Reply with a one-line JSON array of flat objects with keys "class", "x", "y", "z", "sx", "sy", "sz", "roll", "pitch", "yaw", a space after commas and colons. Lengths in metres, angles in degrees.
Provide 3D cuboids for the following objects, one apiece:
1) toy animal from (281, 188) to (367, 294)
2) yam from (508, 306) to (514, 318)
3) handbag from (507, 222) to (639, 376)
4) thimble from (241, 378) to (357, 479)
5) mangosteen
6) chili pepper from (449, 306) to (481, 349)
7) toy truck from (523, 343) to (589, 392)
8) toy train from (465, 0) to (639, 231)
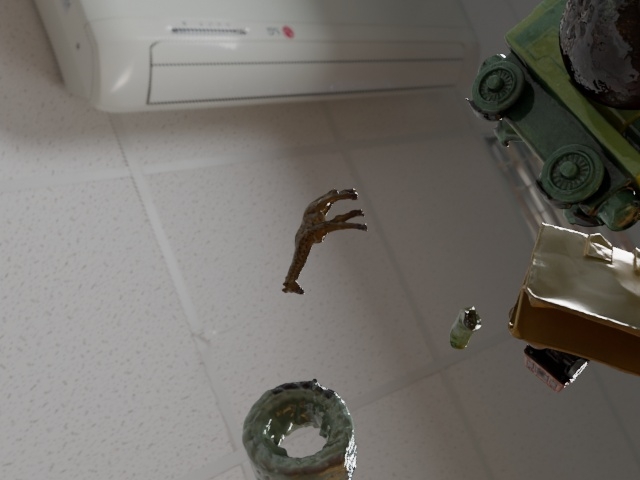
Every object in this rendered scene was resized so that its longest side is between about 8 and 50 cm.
[{"class": "toy animal", "x": -0.007, "y": -0.006, "z": 1.633, "sx": 0.275, "sy": 0.054, "sz": 0.149, "roll": -43, "pitch": -112, "yaw": -4}, {"class": "yam", "x": 0.518, "y": 0.150, "z": 1.693, "sx": 0.045, "sy": 0.045, "sz": 0.327, "roll": 34, "pitch": -156, "yaw": 31}, {"class": "handbag", "x": 0.540, "y": 0.116, "z": 1.240, "sx": 0.401, "sy": 0.133, "sz": 0.283, "roll": 17, "pitch": -141, "yaw": 16}, {"class": "thimble", "x": -0.032, "y": 0.406, "z": 1.468, "sx": 0.150, "sy": 0.237, "sz": 0.237, "roll": 78, "pitch": -154, "yaw": -44}, {"class": "mangosteen", "x": 0.417, "y": -0.271, "z": 0.938, "sx": 0.216, "sy": 0.216, "sz": 0.216, "roll": 19, "pitch": -125, "yaw": -30}, {"class": "chili pepper", "x": 0.275, "y": 0.161, "z": 1.392, "sx": 0.050, "sy": 0.201, "sz": 0.052, "roll": -27, "pitch": -109, "yaw": -7}, {"class": "toy truck", "x": 0.513, "y": 0.172, "z": 1.435, "sx": 0.253, "sy": 0.114, "sz": 0.107, "roll": -42, "pitch": -118, "yaw": -12}, {"class": "toy train", "x": 0.382, "y": -0.182, "z": 1.071, "sx": 0.150, "sy": 0.237, "sz": 0.369, "roll": 33, "pitch": -157, "yaw": -51}]
